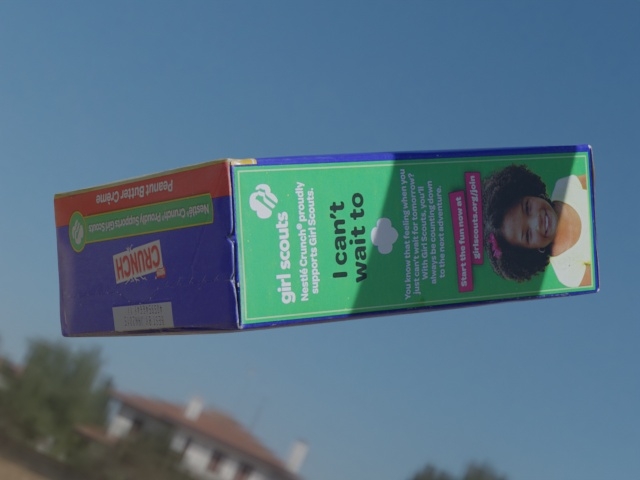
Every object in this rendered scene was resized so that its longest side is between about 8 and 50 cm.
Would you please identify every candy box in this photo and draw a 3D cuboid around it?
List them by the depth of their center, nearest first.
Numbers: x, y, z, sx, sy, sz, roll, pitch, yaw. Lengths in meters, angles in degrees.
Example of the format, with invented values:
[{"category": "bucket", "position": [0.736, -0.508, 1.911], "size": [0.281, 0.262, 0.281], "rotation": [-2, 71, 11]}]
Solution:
[{"category": "candy box", "position": [0.000, 0.000, 1.363], "size": [0.317, 0.122, 0.268], "rotation": [-6, 1, -34]}]
